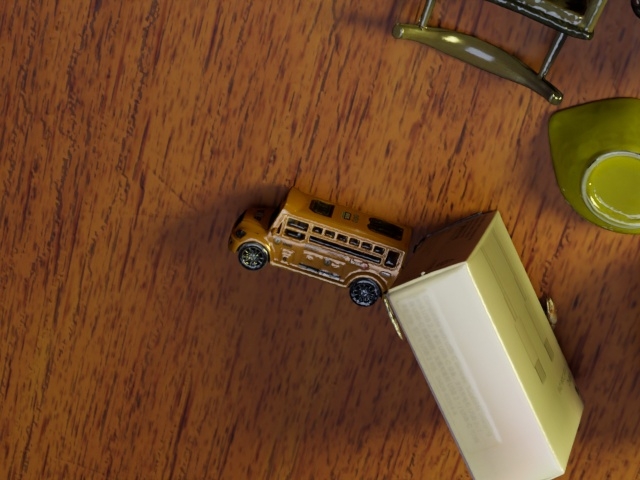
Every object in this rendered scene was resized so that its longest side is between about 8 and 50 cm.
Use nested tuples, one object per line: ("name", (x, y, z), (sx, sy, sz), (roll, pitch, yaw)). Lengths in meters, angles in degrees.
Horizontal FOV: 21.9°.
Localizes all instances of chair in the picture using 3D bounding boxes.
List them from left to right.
("chair", (0.194, -0.262, 1.609), (0.188, 0.166, 0.272), (22, 118, -1))

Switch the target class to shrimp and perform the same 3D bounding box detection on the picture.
("shrimp", (0.246, 0.097, 1.856), (0.038, 0.029, 0.092), (4, 113, 10))

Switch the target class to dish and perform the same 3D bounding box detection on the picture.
("dish", (0.327, -0.063, 1.734), (0.207, 0.080, 0.149), (29, 118, -3))

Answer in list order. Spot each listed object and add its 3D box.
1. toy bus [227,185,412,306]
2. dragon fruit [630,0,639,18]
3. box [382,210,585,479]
("toy bus", (0.000, 0.000, 1.824), (0.194, 0.083, 0.088), (18, 114, -1))
("dragon fruit", (0.418, -0.249, 1.535), (0.243, 0.227, 0.307), (-23, 106, -9))
("box", (0.179, 0.117, 1.755), (0.106, 0.203, 0.252), (-22, 99, 19))
